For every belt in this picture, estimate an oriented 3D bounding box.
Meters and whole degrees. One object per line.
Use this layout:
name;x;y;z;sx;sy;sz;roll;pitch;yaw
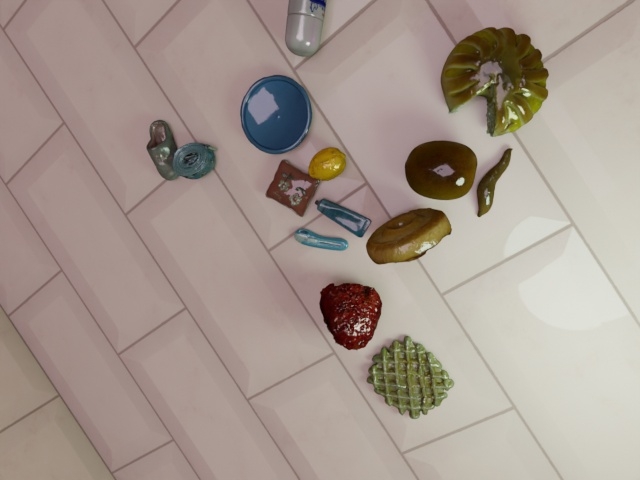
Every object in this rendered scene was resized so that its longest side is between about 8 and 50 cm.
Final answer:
belt;-0.510;-0.321;1.730;0.162;0.082;0.148;12;94;18

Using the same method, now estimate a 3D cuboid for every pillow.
pillow;-0.110;-0.201;1.636;0.179;0.075;0.172;30;107;10

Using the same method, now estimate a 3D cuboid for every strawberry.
strawberry;0.121;0.258;1.566;0.220;0.274;0.274;-36;89;4

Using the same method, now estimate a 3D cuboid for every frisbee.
frisbee;-0.165;-0.472;1.610;0.288;0.049;0.290;2;98;15

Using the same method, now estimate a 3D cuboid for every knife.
knife;0.000;0.000;1.666;0.221;0.031;0.064;11;100;14

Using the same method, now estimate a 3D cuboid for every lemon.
lemon;0.024;-0.277;1.559;0.154;0.114;0.114;-27;92;20

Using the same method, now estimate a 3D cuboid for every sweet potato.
sweet potato;0.575;-0.197;1.441;0.069;0.059;0.250;17;103;-8

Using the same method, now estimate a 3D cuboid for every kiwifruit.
kiwifruit;0.395;-0.235;1.417;0.233;0.196;0.196;16;105;20

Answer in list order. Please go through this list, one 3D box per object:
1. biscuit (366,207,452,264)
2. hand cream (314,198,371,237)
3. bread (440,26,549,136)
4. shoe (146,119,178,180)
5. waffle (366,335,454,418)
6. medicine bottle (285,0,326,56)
biscuit;0.286;-0.022;1.435;0.296;0.296;0.102;-23;104;20
hand cream;0.079;-0.096;1.623;0.224;0.048;0.083;30;109;3
bread;0.545;-0.502;1.331;0.332;0.160;0.334;3;101;15
shoe;-0.655;-0.372;1.755;0.103;0.100;0.252;-10;95;18
waffle;0.341;0.541;1.661;0.309;0.056;0.292;44;109;3
medicine bottle;-0.045;-0.814;1.462;0.130;0.130;0.342;13;104;14
